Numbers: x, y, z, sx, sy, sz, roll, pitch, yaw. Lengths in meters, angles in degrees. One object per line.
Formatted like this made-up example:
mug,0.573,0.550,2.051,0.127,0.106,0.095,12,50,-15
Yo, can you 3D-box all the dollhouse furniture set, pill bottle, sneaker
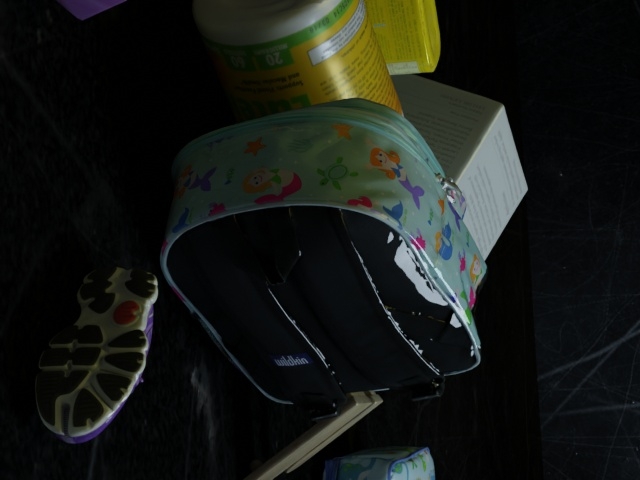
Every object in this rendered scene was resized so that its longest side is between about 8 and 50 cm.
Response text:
dollhouse furniture set,-0.042,0.121,1.683,0.151,0.123,0.144,53,9,12
pill bottle,-0.006,-0.122,1.614,0.136,0.136,0.245,-77,153,-47
sneaker,-0.136,0.084,1.247,0.170,0.068,0.071,-70,159,-59

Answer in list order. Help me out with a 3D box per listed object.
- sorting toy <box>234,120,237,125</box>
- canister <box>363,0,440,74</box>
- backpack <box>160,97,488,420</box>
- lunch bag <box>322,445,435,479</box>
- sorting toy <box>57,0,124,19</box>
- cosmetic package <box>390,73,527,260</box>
sorting toy,-0.070,-0.071,1.650,0.083,0.012,0.062,-77,156,-47
canister,0.014,-0.201,1.689,0.073,0.170,0.126,-70,153,-57
backpack,0.000,0.000,1.486,0.253,0.225,0.191,48,38,-49
lunch bag,0.063,0.300,1.924,0.219,0.090,0.176,2,84,-76
sorting toy,-0.147,-0.310,1.291,0.126,0.127,0.365,40,43,-29
cosmetic package,0.087,-0.043,1.858,0.183,0.151,0.151,-57,150,-22
